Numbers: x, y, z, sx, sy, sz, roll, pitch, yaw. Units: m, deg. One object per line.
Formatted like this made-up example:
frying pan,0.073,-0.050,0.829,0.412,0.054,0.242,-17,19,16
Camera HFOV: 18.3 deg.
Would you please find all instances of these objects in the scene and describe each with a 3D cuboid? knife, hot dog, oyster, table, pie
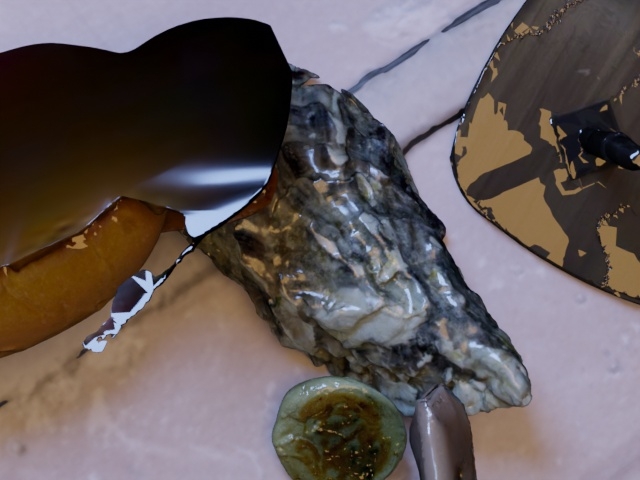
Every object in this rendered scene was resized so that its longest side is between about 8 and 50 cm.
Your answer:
knife,0.084,0.259,1.104,0.043,0.089,0.365,-11,75,14
hot dog,-0.167,-0.002,1.120,0.326,0.107,0.194,-7,65,4
oyster,-0.001,0.001,1.189,0.199,0.087,0.252,-11,79,-15
table,0.286,-0.077,1.149,0.317,0.249,0.317,0,88,-10
pie,0.010,0.117,1.192,0.085,0.017,0.085,-1,115,-3
